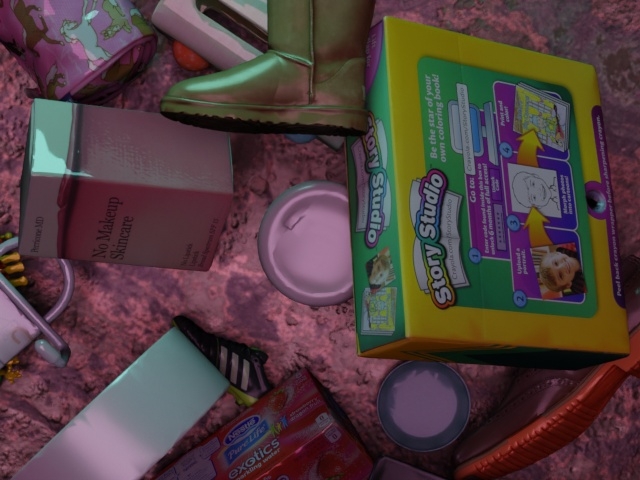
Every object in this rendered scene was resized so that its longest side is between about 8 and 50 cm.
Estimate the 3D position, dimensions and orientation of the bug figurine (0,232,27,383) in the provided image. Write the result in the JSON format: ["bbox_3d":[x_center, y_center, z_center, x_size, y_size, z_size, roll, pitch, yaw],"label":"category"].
[{"bbox_3d":[-0.495,0.098,1.563,0.279,0.072,0.216,-11,98,-4],"label":"bug figurine"}]

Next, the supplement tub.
[{"bbox_3d":[0.000,0.000,1.494,0.144,0.199,0.144,0,92,0],"label":"supplement tub"}]

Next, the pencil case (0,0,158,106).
[{"bbox_3d":[-0.371,-0.329,1.505,0.167,0.160,0.386,-40,92,-16],"label":"pencil case"}]

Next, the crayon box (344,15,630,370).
[{"bbox_3d":[0.185,-0.044,1.422,0.313,0.106,0.362,7,71,-30],"label":"crayon box"}]

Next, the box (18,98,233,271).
[{"bbox_3d":[-0.231,-0.062,1.472,0.232,0.148,0.126,5,49,-16],"label":"box"}]

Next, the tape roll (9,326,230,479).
[{"bbox_3d":[-0.239,0.231,1.463,0.286,0.286,0.100,-44,91,2],"label":"tape roll"}]

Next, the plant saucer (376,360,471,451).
[{"bbox_3d":[0.131,0.208,1.591,0.119,0.021,0.119,0,91,0],"label":"plant saucer"}]

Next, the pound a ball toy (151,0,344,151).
[{"bbox_3d":[-0.085,-0.233,1.481,0.319,0.208,0.135,33,91,-2],"label":"pound a ball toy"}]

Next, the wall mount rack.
[{"bbox_3d":[-0.472,0.097,1.463,0.350,0.130,0.304,-42,99,0],"label":"wall mount rack"}]

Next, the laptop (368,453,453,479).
[{"bbox_3d":[0.221,0.501,1.547,0.408,0.236,0.381,17,94,-44],"label":"laptop"}]

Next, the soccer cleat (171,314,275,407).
[{"bbox_3d":[-0.113,0.150,1.576,0.072,0.060,0.179,-45,98,-8],"label":"soccer cleat"}]

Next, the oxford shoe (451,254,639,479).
[{"bbox_3d":[0.295,0.167,1.559,0.364,0.130,0.132,-39,63,5],"label":"oxford shoe"}]

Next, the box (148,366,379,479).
[{"bbox_3d":[-0.071,0.294,1.524,0.257,0.128,0.122,-37,122,1],"label":"box"}]

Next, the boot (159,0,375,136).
[{"bbox_3d":[-0.050,-0.251,1.352,0.236,0.089,0.269,3,85,-10],"label":"boot"}]
